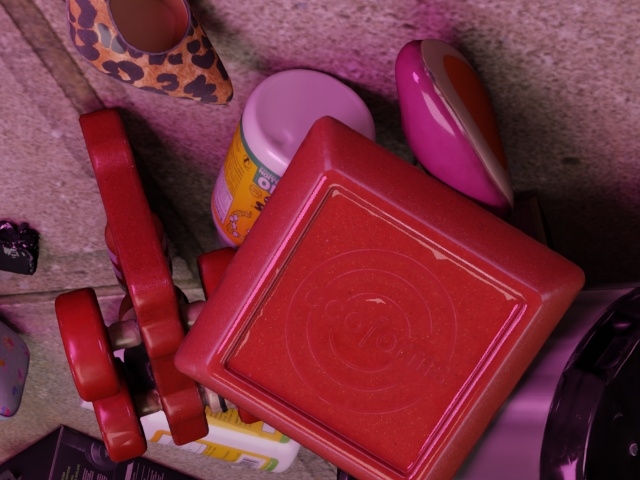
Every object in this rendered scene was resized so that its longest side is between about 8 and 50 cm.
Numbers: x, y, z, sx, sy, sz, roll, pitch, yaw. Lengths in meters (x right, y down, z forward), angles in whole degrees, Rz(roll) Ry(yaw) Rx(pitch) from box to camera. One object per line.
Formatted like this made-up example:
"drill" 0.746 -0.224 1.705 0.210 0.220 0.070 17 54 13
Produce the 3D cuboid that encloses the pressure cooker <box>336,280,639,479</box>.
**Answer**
"pressure cooker" 0.245 0.220 1.387 0.370 0.375 0.420 40 156 -24

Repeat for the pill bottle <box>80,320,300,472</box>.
"pill bottle" -0.141 0.171 1.622 0.246 0.136 0.136 17 146 -13

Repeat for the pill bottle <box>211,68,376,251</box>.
"pill bottle" -0.034 -0.049 1.288 0.118 0.117 0.208 14 146 -10

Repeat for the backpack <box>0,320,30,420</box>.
"backpack" -0.425 0.164 1.621 0.144 0.188 0.166 -10 142 24

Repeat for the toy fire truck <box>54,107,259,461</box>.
"toy fire truck" -0.159 0.050 1.358 0.169 0.254 0.302 -16 146 -6

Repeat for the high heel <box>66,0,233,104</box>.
"high heel" -0.124 -0.205 1.087 0.261 0.093 0.186 39 142 -26

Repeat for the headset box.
"headset box" -0.328 0.392 1.997 0.283 0.131 0.246 26 143 -26

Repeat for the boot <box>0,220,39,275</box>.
"boot" -0.352 0.019 1.524 0.099 0.045 0.121 9 146 -6

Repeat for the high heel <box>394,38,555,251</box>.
"high heel" 0.085 -0.038 1.262 0.181 0.127 0.377 -16 144 15

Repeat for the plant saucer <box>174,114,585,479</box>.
"plant saucer" 0.043 0.072 1.171 0.258 0.048 0.259 31 104 -1
